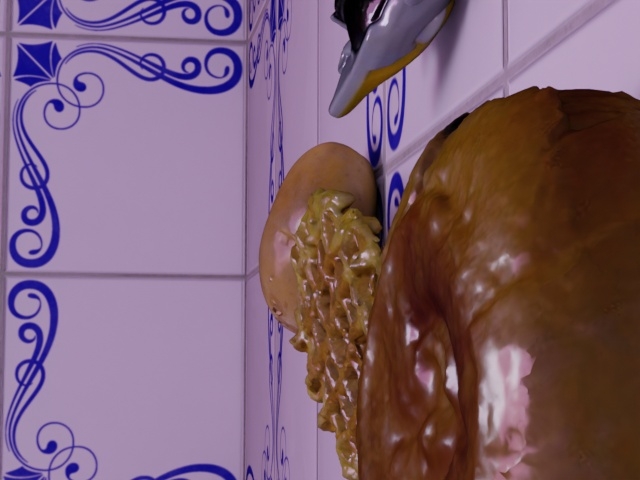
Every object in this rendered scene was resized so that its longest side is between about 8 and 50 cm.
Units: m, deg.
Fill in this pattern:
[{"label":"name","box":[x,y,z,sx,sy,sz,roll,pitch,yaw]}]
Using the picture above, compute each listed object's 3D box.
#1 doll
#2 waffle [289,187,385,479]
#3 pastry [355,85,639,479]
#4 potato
[{"label":"doll","box":[0.075,-0.240,1.370,0.316,0.103,0.145,122,138,-60]},{"label":"waffle","box":[0.034,0.103,1.570,0.302,0.068,0.324,-139,39,-65]},{"label":"pastry","box":[0.124,0.081,0.845,0.356,0.164,0.356,-174,90,-78]},{"label":"potato","box":[0.000,0.000,1.763,0.150,0.146,0.233,29,121,48]}]
